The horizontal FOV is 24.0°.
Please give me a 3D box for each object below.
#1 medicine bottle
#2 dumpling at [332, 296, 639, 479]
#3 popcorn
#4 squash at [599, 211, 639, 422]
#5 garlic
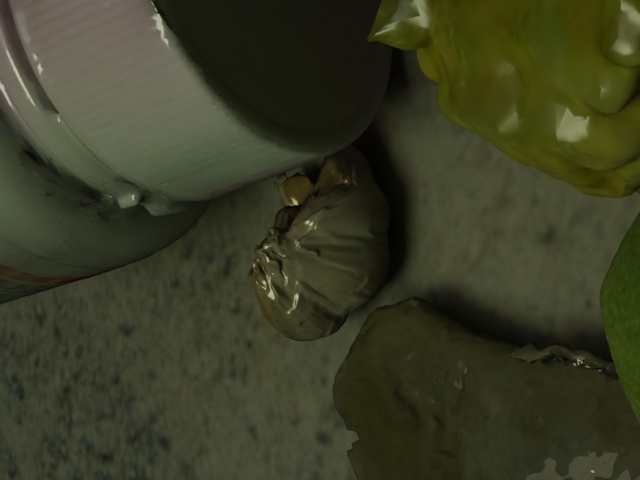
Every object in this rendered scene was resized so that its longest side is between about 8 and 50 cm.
[{"bbox_3d":[-0.146,-0.106,0.852,0.325,0.256,0.256,-16,80,35],"label":"medicine bottle"},{"bbox_3d":[0.125,0.129,0.700,0.332,0.086,0.166,10,66,45],"label":"dumpling"},{"bbox_3d":[0.123,-0.140,0.597,0.249,0.225,0.249,10,104,48],"label":"popcorn"},{"bbox_3d":[0.245,0.059,0.574,0.260,0.189,0.189,-147,62,-72],"label":"squash"},{"bbox_3d":[0.003,0.000,0.829,0.074,0.094,0.113,6,90,5],"label":"garlic"}]
